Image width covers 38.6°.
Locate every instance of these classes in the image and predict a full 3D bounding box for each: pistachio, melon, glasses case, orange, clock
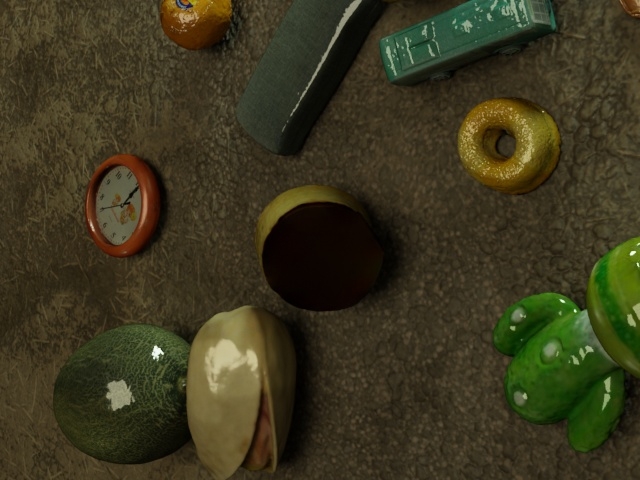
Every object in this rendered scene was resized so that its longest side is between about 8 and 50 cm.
[{"bbox_3d":[-0.126,0.253,1.521,0.187,0.187,0.300,6,101,36],"label":"pistachio"},{"bbox_3d":[-0.345,0.279,1.651,0.329,0.248,0.249,-16,80,43],"label":"melon"},{"bbox_3d":[-0.024,-0.300,1.518,0.131,0.074,0.323,45,115,29],"label":"glasses case"},{"bbox_3d":[-0.223,-0.407,1.640,0.135,0.117,0.136,-1,80,8],"label":"orange"},{"bbox_3d":[-0.389,-0.068,1.800,0.205,0.051,0.205,-1,88,37],"label":"clock"}]

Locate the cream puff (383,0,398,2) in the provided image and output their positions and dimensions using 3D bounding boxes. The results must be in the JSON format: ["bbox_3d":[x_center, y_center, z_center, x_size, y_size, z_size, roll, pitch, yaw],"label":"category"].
[{"bbox_3d":[0.116,-0.469,1.339,0.196,0.244,0.244,-9,83,5],"label":"cream puff"}]

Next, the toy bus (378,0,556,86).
[{"bbox_3d":[0.207,-0.299,1.332,0.261,0.109,0.091,-17,86,36],"label":"toy bus"}]

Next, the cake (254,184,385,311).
[{"bbox_3d":[0.000,0.000,1.460,0.207,0.178,0.185,-1,112,4],"label":"cake"}]

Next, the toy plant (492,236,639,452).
[{"bbox_3d":[0.364,0.143,1.197,0.316,0.184,0.224,-44,59,45],"label":"toy plant"}]

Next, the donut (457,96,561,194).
[{"bbox_3d":[0.266,-0.139,1.317,0.151,0.058,0.152,-1,88,39],"label":"donut"}]

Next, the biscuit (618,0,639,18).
[{"bbox_3d":[0.447,-0.345,1.205,0.130,0.019,0.102,11,95,37],"label":"biscuit"}]
